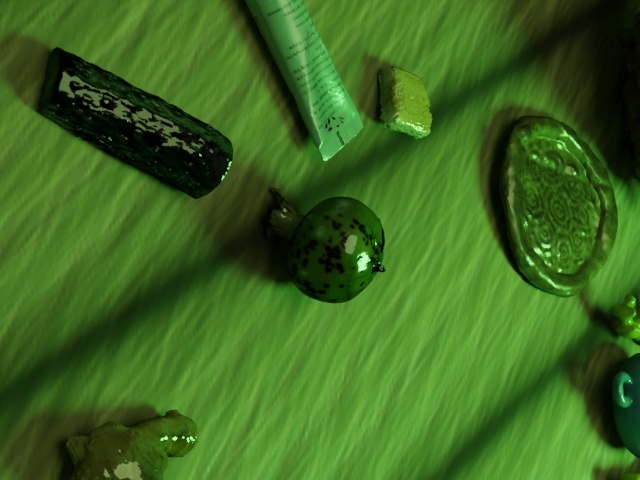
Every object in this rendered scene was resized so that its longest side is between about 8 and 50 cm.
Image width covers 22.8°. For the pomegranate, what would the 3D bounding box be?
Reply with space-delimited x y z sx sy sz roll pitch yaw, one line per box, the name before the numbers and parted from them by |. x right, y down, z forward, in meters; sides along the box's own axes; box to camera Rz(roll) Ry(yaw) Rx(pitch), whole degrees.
pomegranate | 0.000 0.000 1.750 0.161 0.122 0.122 33 51 9

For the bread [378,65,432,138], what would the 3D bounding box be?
bread | 0.101 -0.169 1.925 0.070 0.035 0.083 11 68 -43

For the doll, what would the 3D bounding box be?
doll | 0.499 0.265 2.186 0.341 0.098 0.346 28 66 -36

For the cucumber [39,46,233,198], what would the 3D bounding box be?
cucumber | -0.185 -0.122 1.611 0.211 0.062 0.078 31 62 -37

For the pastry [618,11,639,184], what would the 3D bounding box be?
pastry | 0.571 -0.186 2.201 0.292 0.337 0.405 0 52 -27

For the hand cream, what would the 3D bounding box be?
hand cream | -0.041 -0.251 1.783 0.085 0.058 0.331 -45 113 -42

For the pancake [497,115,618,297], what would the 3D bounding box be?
pancake | 0.315 -0.046 2.113 0.250 0.031 0.250 11 75 -44

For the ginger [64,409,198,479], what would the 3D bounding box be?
ginger | -0.173 0.219 1.551 0.165 0.067 0.096 -12 69 -45
